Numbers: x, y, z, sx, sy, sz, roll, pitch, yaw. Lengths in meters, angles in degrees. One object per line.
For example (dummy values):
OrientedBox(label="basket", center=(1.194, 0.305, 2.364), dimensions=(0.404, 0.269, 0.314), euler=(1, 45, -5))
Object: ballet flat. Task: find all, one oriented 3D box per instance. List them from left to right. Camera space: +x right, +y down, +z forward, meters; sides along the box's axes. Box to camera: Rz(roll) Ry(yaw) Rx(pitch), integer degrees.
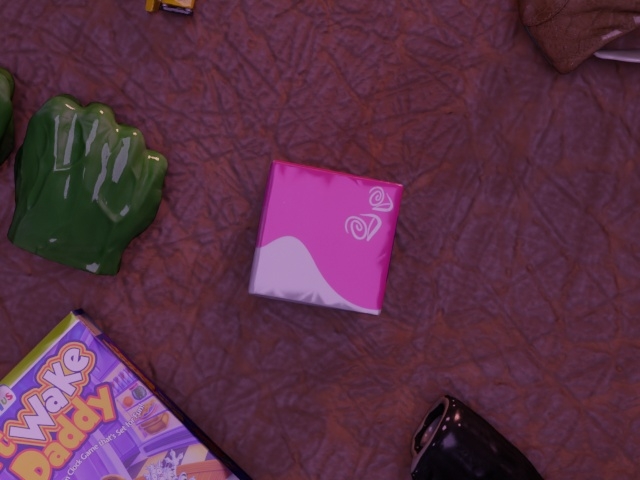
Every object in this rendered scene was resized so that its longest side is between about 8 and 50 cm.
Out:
OrientedBox(label="ballet flat", center=(0.348, -0.227, 1.533), dimensions=(0.342, 0.116, 0.124), euler=(-17, 110, -1))

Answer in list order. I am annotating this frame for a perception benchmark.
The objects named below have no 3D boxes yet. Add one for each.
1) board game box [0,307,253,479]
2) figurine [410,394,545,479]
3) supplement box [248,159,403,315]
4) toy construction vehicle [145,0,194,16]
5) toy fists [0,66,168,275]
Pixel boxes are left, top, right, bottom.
OrientedBox(label="board game box", center=(-0.258, 0.264, 1.523), dimensions=(0.233, 0.078, 0.347), euler=(45, 89, 0))
OrientedBox(label="figurine", center=(0.144, 0.283, 1.530), dimensions=(0.209, 0.092, 0.215), euler=(33, 90, -4))
OrientedBox(label="supplement box", center=(0.000, 0.000, 1.459), dimensions=(0.114, 0.220, 0.111), euler=(10, 89, -1))
OrientedBox(label="toy construction vehicle", center=(-0.155, -0.252, 1.557), dimensions=(0.098, 0.035, 0.085), euler=(10, 100, 2))
OrientedBox(label="toy fists", center=(-0.273, -0.081, 1.520), dimensions=(0.279, 0.096, 0.142), euler=(21, 105, 0))
